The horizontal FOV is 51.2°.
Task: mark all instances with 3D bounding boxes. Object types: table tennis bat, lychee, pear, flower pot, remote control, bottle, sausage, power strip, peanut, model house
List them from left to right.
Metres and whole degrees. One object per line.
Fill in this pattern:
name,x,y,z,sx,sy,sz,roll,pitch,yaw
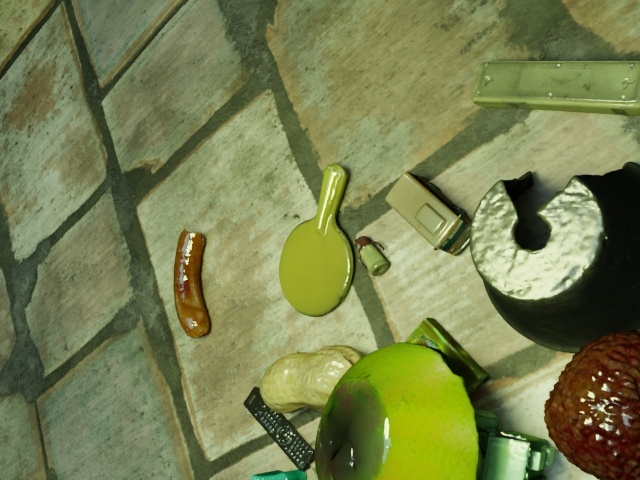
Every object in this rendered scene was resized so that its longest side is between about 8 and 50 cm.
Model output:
sausage,-0.356,0.120,1.833,0.103,0.076,0.302,-15,73,37
model house,-0.099,0.593,1.537,0.127,0.100,0.148,37,103,36
remote control,-0.100,0.449,1.610,0.245,0.025,0.063,40,106,36
peanut,-0.022,0.318,1.507,0.313,0.149,0.149,-17,72,37
table tennis bat,0.000,0.000,1.599,0.224,0.054,0.368,16,96,39
bottle,0.114,0.030,1.508,0.063,0.047,0.101,-31,56,-1
pear,0.104,0.376,1.223,0.399,0.165,0.398,-31,54,56
flower pot,0.410,0.017,1.152,0.380,0.251,0.378,-6,79,35
power strip,0.473,-0.293,1.275,0.388,0.066,0.092,14,89,41
lychee,0.491,0.268,1.050,0.261,0.261,0.260,-8,77,37

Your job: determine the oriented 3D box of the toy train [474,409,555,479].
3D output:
toy train,0.306,0.454,1.216,0.188,0.159,0.271,6,81,35

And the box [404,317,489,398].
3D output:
box,0.188,0.331,1.395,0.173,0.043,0.311,48,111,33

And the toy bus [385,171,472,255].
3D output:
toy bus,0.230,-0.057,1.392,0.182,0.103,0.091,48,112,33

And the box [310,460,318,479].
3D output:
box,0.029,0.499,1.487,0.098,0.045,0.062,-47,56,23
